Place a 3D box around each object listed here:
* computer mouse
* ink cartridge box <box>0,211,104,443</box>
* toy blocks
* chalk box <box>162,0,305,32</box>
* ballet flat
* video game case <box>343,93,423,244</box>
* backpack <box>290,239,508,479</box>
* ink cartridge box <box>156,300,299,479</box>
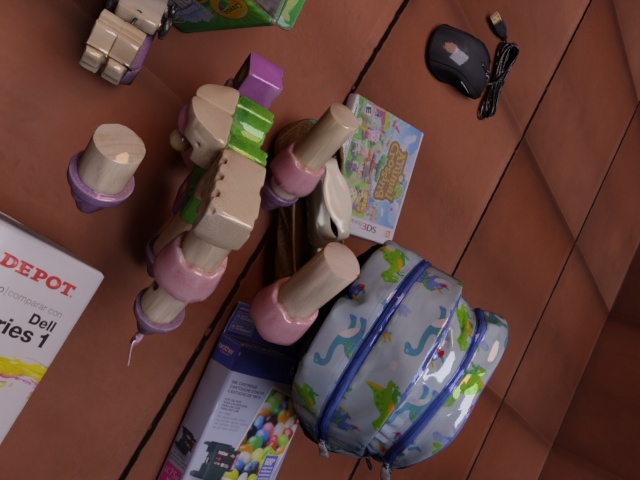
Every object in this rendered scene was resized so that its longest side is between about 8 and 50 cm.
[{"bbox_3d":[0.306,-0.354,1.089,0.262,0.060,0.184,22,87,-46],"label":"computer mouse"},{"bbox_3d":[-0.367,0.093,0.521,0.201,0.117,0.278,40,73,-44],"label":"ink cartridge box"},{"bbox_3d":[-0.147,-0.046,0.637,0.308,0.260,0.289,26,44,-23],"label":"toy blocks"},{"bbox_3d":[-0.120,-0.336,0.592,0.289,0.179,0.180,30,80,-46],"label":"chalk box"},{"bbox_3d":[0.000,0.000,0.836,0.116,0.124,0.343,-9,106,-32],"label":"ballet flat"},{"bbox_3d":[0.085,-0.110,0.972,0.193,0.023,0.213,16,91,-46],"label":"video game case"},{"bbox_3d":[0.087,0.147,0.733,0.290,0.273,0.356,-48,149,-16],"label":"backpack"},{"bbox_3d":[-0.110,0.262,0.871,0.185,0.065,0.311,29,80,-46],"label":"ink cartridge box"}]
